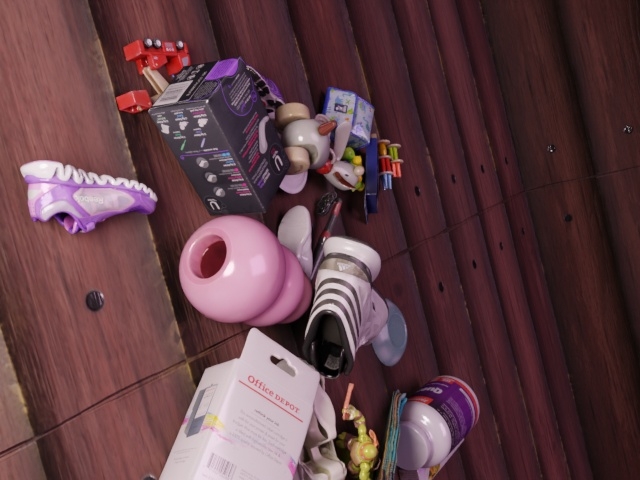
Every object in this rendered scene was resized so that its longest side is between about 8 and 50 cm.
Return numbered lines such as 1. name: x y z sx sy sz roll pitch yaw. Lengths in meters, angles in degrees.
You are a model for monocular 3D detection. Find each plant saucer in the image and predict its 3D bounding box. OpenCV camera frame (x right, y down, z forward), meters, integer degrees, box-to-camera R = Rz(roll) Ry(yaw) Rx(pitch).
1. plant saucer: 0.205 0.258 1.887 0.195 0.037 0.195 22 62 -50

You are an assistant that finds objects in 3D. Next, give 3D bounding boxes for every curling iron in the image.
1. curling iron: 0.000 0.000 1.657 0.035 0.068 0.274 39 55 -45

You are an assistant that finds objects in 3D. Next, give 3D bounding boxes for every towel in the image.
1. towel: 0.147 0.553 1.526 0.370 0.040 0.271 -60 160 -68
2. towel: 0.067 0.542 1.614 0.237 0.021 0.102 44 48 -40

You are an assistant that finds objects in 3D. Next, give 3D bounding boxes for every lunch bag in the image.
1. lunch bag: 0.068 -0.337 1.828 0.151 0.096 0.129 25 61 -30

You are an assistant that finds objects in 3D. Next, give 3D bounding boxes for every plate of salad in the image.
1. plate of salad: -0.093 -0.207 1.585 0.200 0.048 0.200 29 54 -52

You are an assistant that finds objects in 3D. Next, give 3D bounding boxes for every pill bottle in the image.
1. pill bottle: 0.303 0.502 1.824 0.323 0.181 0.182 -15 93 -56

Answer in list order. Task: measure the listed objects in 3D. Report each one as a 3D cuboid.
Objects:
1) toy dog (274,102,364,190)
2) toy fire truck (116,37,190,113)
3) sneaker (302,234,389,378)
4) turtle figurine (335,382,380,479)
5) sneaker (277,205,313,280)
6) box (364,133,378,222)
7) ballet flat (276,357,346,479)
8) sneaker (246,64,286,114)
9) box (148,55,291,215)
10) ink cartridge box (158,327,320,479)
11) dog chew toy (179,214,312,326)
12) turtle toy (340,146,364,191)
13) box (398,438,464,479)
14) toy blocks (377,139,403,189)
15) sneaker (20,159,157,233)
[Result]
1. toy dog: 0.023 -0.219 1.576 0.333 0.161 0.220 -12 89 -61
2. toy fire truck: -0.321 -0.321 1.294 0.192 0.047 0.135 -21 98 -56
3. sneaker: 0.036 0.200 1.488 0.447 0.169 0.257 77 31 -59
4. turtle figurine: 0.087 0.460 1.473 0.087 0.217 0.270 -6 71 -13
5. sneaker: -0.049 0.027 1.571 0.094 0.080 0.212 23 68 -64
6. box: 0.146 -0.171 1.882 0.136 0.036 0.225 71 21 -69
7. ballet flat: -0.013 0.449 1.425 0.139 0.139 0.400 -12 90 -56
8. sneaker: -0.143 -0.361 1.566 0.170 0.068 0.071 40 33 -53
9. box: -0.191 -0.202 1.325 0.270 0.143 0.165 65 35 -37
10. ink cartridge box: -0.146 0.367 1.241 0.207 0.119 0.353 40 49 -24
11. dog chew toy: -0.127 0.080 1.328 0.332 0.206 0.207 33 54 -55
12. turtle toy: 0.084 -0.196 1.821 0.095 0.066 0.130 59 30 -71
13. box: 0.327 0.621 1.927 0.324 0.067 0.063 -20 97 -57
14. toy blocks: 0.212 -0.224 2.027 0.123 0.054 0.148 7 74 -54
15. sneaker: -0.381 -0.059 1.099 0.236 0.095 0.105 10 78 -49
